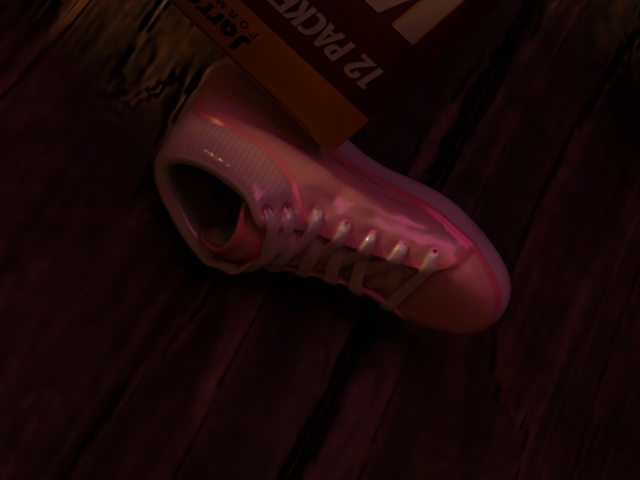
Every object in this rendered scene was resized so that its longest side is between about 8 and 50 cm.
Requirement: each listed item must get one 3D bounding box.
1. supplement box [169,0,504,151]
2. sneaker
[{"bbox_3d":[0.041,-0.169,0.634,0.129,0.191,0.194,42,33,-12],"label":"supplement box"},{"bbox_3d":[0.000,0.000,0.636,0.134,0.051,0.070,40,43,-4],"label":"sneaker"}]
